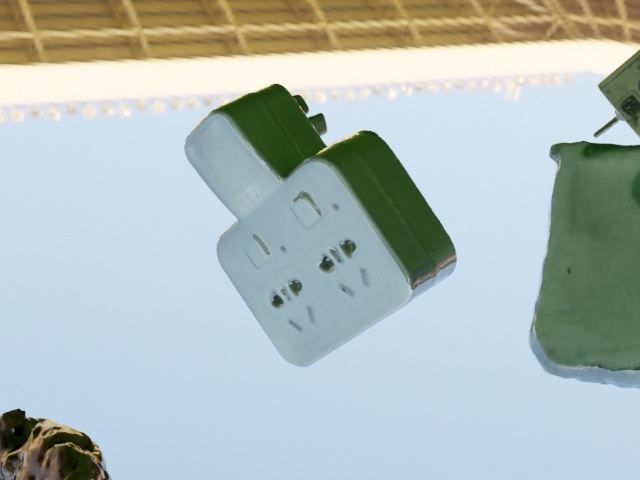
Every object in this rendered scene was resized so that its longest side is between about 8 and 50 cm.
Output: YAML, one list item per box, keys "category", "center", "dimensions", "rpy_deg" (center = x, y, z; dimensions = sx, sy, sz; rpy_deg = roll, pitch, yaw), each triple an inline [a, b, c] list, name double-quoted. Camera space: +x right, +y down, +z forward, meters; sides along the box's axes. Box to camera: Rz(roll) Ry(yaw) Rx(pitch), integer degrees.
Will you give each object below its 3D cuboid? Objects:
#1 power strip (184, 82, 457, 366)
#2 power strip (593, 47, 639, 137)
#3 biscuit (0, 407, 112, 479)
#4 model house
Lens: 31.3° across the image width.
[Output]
- category: "power strip"
  center: [-0.004, -0.033, 1.152]
  dimensions: [0.141, 0.229, 0.261]
  rpy_deg: [-31, -95, -43]
- category: "power strip"
  center: [0.414, -0.202, 1.299]
  dimensions: [0.092, 0.268, 0.034]
  rpy_deg: [53, -151, 9]
- category: "biscuit"
  center: [-0.224, 0.286, 0.821]
  dimensions: [0.081, 0.289, 0.334]
  rpy_deg: [29, -159, -38]
- category: "model house"
  center: [0.355, 0.055, 0.985]
  dimensions: [0.267, 0.194, 0.325]
  rpy_deg: [4, 168, 27]
